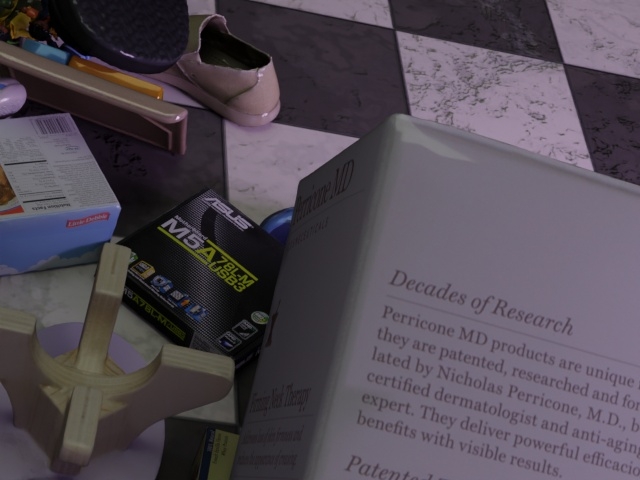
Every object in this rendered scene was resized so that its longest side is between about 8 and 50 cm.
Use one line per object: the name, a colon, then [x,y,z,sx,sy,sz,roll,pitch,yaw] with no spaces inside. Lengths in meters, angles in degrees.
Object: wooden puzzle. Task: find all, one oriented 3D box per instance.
wooden puzzle: [-0.249,-0.162,1.848,0.221,0.239,0.044,20,84,-2]

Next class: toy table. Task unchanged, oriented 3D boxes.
toy table: [-0.219,0.138,1.543,0.252,0.161,0.274,6,43,-18]

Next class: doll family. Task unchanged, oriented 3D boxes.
doll family: [-0.333,-0.255,1.982,0.193,0.076,0.111,22,46,14]

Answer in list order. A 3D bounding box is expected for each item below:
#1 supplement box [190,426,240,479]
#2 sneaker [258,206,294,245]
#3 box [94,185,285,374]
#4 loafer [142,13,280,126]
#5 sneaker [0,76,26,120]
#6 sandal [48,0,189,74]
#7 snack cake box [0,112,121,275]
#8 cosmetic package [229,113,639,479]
supplement box: [-0.079,0.232,1.579,0.083,0.056,0.083,16,41,-8]
sneaker: [0.000,0.000,1.872,0.144,0.053,0.059,3,37,-19]
box: [-0.111,0.043,1.786,0.190,0.045,0.184,38,45,18]
loafer: [-0.159,-0.239,2.040,0.268,0.092,0.102,28,40,7]
sneaker: [-0.437,-0.172,1.771,0.240,0.091,0.126,-11,82,-11]
sandal: [-0.242,-0.292,1.954,0.167,0.107,0.446,36,24,-22]
snack cake box: [-0.360,-0.041,1.735,0.264,0.089,0.152,-9,50,-31]
cosmetic package: [0.123,0.149,1.420,0.327,0.329,0.394,15,79,-11]
